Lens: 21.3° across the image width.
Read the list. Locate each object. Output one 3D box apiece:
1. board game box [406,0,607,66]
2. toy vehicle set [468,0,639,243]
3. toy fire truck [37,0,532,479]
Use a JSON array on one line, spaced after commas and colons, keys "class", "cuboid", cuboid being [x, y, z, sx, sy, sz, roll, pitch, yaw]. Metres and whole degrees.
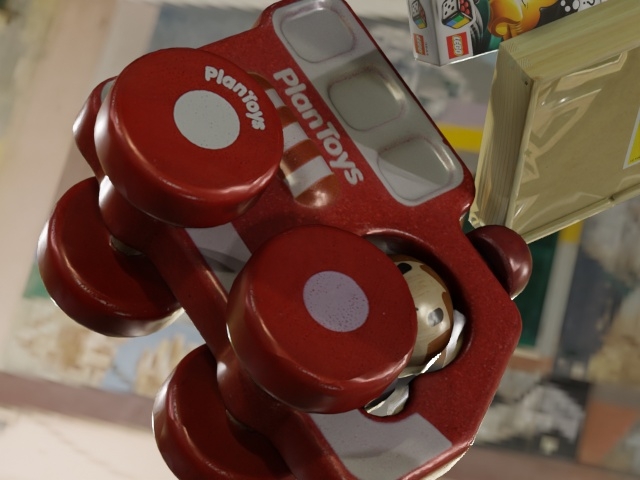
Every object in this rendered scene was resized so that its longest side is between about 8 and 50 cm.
[{"class": "board game box", "cuboid": [0.151, -0.317, 1.427, 0.193, 0.305, 0.053, -18, 22, -21]}, {"class": "toy vehicle set", "cuboid": [0.222, -0.099, 1.071, 0.267, 0.035, 0.166, -22, -33, -20]}, {"class": "toy fire truck", "cuboid": [0.000, 0.000, 0.995, 0.302, 0.254, 0.169, 54, -36, 14]}]
